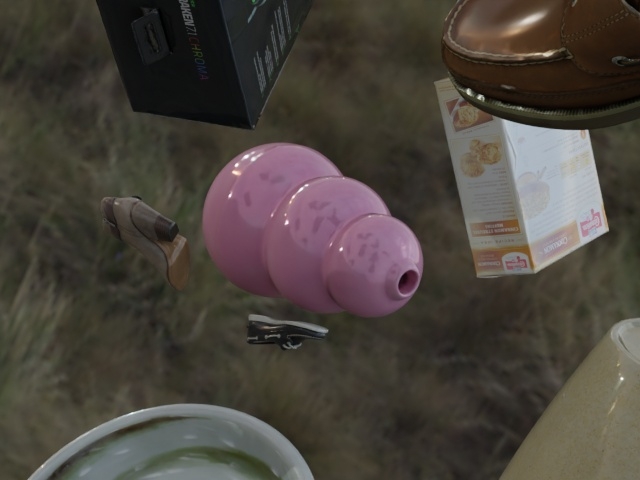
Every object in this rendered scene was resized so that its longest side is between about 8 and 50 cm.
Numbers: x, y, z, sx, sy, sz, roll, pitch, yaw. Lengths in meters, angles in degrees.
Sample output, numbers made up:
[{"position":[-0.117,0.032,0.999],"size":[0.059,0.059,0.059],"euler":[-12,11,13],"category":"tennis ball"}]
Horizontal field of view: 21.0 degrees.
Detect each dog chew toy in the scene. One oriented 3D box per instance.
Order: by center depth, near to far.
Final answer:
[{"position":[0.000,0.000,2.193],"size":[0.206,0.207,0.332],"euler":[-4,21,-42],"category":"dog chew toy"}]

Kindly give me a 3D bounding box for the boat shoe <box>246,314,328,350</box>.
[{"position":[-0.043,0.115,2.098],"size":[0.125,0.038,0.046],"euler":[6,-8,40],"category":"boat shoe"}]

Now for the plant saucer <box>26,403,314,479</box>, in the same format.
[{"position":[-0.180,0.368,1.928],"size":[0.400,0.100,0.400],"euler":[-11,46,11],"category":"plant saucer"}]

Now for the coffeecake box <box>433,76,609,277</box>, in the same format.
[{"position":[0.188,-0.075,1.592],"size":[0.068,0.185,0.142],"euler":[-5,13,40],"category":"coffeecake box"}]

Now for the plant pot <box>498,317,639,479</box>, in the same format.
[{"position":[0.231,0.204,1.243],"size":[0.256,0.274,0.256],"euler":[13,19,-5],"category":"plant pot"}]

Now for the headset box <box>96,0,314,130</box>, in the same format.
[{"position":[-0.098,-0.275,1.583],"size":[0.131,0.246,0.283],"euler":[10,55,17],"category":"headset box"}]

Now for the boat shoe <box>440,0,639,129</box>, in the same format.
[{"position":[0.180,-0.131,0.898],"size":[0.104,0.307,0.111],"euler":[44,58,-41],"category":"boat shoe"}]

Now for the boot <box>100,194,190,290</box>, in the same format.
[{"position":[-0.186,-0.001,1.814],"size":[0.087,0.118,0.042],"euler":[18,50,20],"category":"boot"}]
